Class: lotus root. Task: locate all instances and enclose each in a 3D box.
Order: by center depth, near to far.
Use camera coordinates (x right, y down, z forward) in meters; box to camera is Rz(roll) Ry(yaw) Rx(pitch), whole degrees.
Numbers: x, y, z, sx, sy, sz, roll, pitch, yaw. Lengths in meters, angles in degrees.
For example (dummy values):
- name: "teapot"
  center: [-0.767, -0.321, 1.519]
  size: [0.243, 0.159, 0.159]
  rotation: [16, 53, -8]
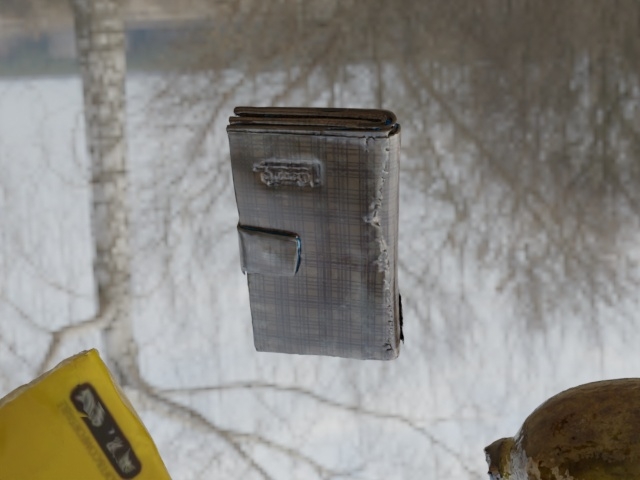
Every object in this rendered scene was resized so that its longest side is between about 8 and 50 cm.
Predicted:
- name: "lotus root"
  center: [0.264, 0.192, 1.231]
  size: [0.260, 0.145, 0.128]
  rotation: [-7, 152, 29]

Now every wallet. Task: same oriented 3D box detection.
- name: "wallet"
  center: [0.000, 0.000, 1.041]
  size: [0.124, 0.230, 0.042]
  rotation: [4, -136, 8]

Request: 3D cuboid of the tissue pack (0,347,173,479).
- name: "tissue pack"
  center: [-0.160, 0.298, 0.842]
  size: [0.293, 0.382, 0.228]
  rotation: [-33, -178, -13]
